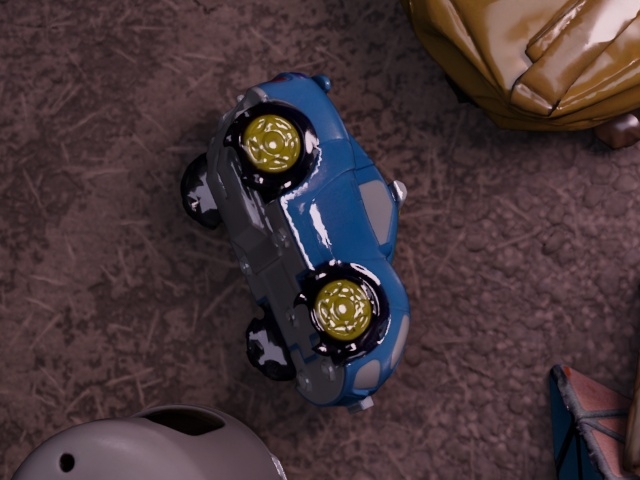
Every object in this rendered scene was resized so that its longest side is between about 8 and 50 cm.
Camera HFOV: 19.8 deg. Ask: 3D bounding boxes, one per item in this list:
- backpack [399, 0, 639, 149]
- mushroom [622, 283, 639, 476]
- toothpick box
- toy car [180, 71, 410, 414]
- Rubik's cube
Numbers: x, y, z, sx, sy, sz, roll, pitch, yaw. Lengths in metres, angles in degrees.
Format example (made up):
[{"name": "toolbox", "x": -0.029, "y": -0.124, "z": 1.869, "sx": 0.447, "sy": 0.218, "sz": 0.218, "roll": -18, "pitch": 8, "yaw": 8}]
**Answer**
[{"name": "backpack", "x": 0.248, "y": -0.269, "z": 1.603, "sx": 0.378, "sy": 0.201, "sz": 0.353, "roll": -22, "pitch": 84, "yaw": 9}, {"name": "mushroom", "x": 0.364, "y": 0.101, "z": 1.535, "sx": 0.173, "sy": 0.162, "sz": 0.236, "roll": 16, "pitch": 51, "yaw": -1}, {"name": "toothpick box", "x": -0.158, "y": 0.266, "z": 1.615, "sx": 0.229, "sy": 0.316, "sz": 0.229, "roll": 0, "pitch": 88, "yaw": 13}, {"name": "toy car", "x": 0.000, "y": 0.000, "z": 1.671, "sx": 0.166, "sy": 0.198, "sz": 0.314, "roll": -21, "pitch": 84, "yaw": -21}, {"name": "Rubik's cube", "x": 0.294, "y": 0.258, "z": 1.598, "sx": 0.233, "sy": 0.228, "sz": 0.229, "roll": 52, "pitch": 55, "yaw": -25}]
